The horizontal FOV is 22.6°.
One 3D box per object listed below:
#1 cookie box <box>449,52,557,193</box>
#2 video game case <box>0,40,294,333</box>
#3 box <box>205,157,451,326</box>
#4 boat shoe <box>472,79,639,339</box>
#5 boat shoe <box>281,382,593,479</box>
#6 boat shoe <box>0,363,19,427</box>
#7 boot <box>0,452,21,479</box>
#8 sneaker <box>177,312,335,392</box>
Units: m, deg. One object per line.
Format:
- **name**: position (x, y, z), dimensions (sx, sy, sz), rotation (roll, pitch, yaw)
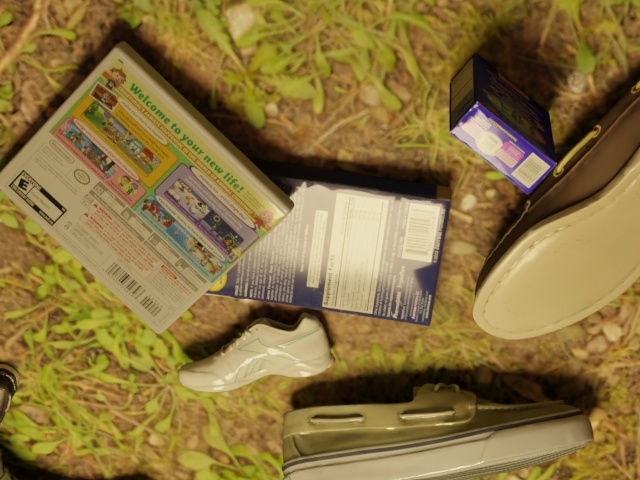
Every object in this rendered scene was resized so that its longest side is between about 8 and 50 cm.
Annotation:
- **cookie box**: position (0.156, -0.101, 1.377), dimensions (0.092, 0.107, 0.040), rotation (37, 115, -14)
- **video game case**: position (-0.162, -0.043, 1.451), dimensions (0.212, 0.023, 0.193), rotation (44, 118, -8)
- **box**: position (0.000, 0.000, 1.481), dimensions (0.225, 0.036, 0.136), rotation (8, 118, 0)
- **boat shoe**: position (0.253, -0.041, 1.411), dimensions (0.117, 0.096, 0.324), rotation (29, 118, -29)
- **boat shoe**: position (0.108, 0.184, 1.539), dimensions (0.302, 0.109, 0.094), rotation (-9, 75, 0)
- **boat shoe**: position (-0.338, 0.179, 1.597), dimensions (0.046, 0.038, 0.125), rotation (32, 115, -13)
- **boot**: position (-0.300, 0.258, 1.599), dimensions (0.247, 0.083, 0.161), rotation (-13, 127, 12)
- **sneaker**: position (-0.065, 0.105, 1.539), dimensions (0.152, 0.053, 0.061), rotation (-13, 108, 3)
